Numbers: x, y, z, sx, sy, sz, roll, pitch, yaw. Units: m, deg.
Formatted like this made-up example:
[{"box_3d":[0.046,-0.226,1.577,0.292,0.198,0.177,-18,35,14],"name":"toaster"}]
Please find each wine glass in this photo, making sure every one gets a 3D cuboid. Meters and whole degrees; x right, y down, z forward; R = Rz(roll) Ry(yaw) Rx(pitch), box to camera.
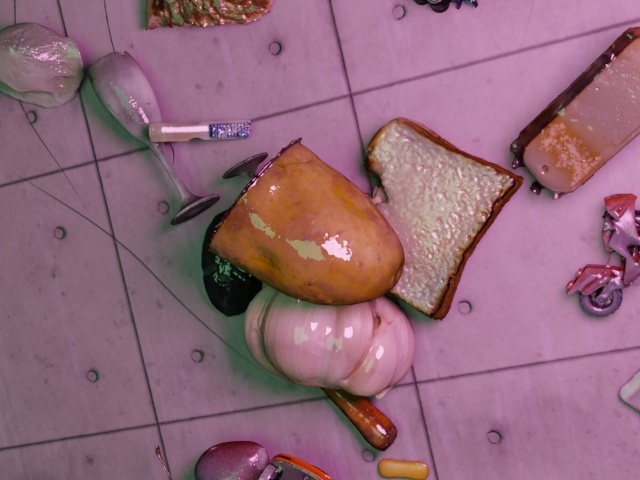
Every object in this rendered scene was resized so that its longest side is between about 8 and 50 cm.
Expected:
[{"box_3d":[-0.349,-0.155,1.712,0.096,0.264,0.309,-35,84,45],"name":"wine glass"},{"box_3d":[-0.081,-0.041,1.720,0.093,0.093,0.202,-28,85,19],"name":"wine glass"}]

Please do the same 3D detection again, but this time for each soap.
[{"box_3d":[0.142,0.392,1.738,0.089,0.012,0.034,2,97,18],"name":"soap"}]

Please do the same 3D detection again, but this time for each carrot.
[{"box_3d":[0.065,0.290,1.734,0.161,0.055,0.055,45,107,15],"name":"carrot"}]

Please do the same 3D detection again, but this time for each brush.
[{"box_3d":[-0.202,-0.185,1.728,0.179,0.030,0.033,-4,108,-17],"name":"brush"}]

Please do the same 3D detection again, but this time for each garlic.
[{"box_3d":[0.010,0.143,1.666,0.281,0.185,0.203,11,83,17],"name":"garlic"}]

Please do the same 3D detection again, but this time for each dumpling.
[{"box_3d":[-0.530,-0.316,1.826,0.219,0.108,0.152,5,97,20],"name":"dumpling"}]

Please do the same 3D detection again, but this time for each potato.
[{"box_3d":[0.000,0.000,1.550,0.266,0.229,0.229,37,106,10],"name":"potato"}]

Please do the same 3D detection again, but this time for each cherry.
[{"box_3d":[-0.171,0.389,1.789,0.188,0.115,0.148,52,127,12],"name":"cherry"}]

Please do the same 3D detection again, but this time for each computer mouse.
[{"box_3d":[-0.157,0.042,1.770,0.106,0.062,0.192,8,100,17],"name":"computer mouse"}]

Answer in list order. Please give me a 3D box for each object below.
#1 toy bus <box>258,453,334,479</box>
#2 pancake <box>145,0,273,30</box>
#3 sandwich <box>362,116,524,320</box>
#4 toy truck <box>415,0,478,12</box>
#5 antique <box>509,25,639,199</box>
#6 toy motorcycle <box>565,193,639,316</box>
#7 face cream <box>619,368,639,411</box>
[{"box_3d":[-0.071,0.516,1.748,0.143,0.153,0.329,26,105,12],"name":"toy bus"},{"box_3d":[-0.194,-0.469,1.729,0.258,0.056,0.212,-4,102,11],"name":"pancake"},{"box_3d":[0.153,-0.041,1.643,0.249,0.095,0.273,31,105,14],"name":"sandwich"},{"box_3d":[0.160,-0.425,1.608,0.202,0.074,0.088,27,99,13],"name":"toy truck"},{"box_3d":[0.414,-0.184,1.529,0.125,0.150,0.284,48,116,7],"name":"antique"},{"box_3d":[0.453,0.013,1.561,0.118,0.084,0.212,33,110,3],"name":"toy motorcycle"},{"box_3d":[0.620,0.294,1.545,0.314,0.089,0.143,45,107,20],"name":"face cream"}]
